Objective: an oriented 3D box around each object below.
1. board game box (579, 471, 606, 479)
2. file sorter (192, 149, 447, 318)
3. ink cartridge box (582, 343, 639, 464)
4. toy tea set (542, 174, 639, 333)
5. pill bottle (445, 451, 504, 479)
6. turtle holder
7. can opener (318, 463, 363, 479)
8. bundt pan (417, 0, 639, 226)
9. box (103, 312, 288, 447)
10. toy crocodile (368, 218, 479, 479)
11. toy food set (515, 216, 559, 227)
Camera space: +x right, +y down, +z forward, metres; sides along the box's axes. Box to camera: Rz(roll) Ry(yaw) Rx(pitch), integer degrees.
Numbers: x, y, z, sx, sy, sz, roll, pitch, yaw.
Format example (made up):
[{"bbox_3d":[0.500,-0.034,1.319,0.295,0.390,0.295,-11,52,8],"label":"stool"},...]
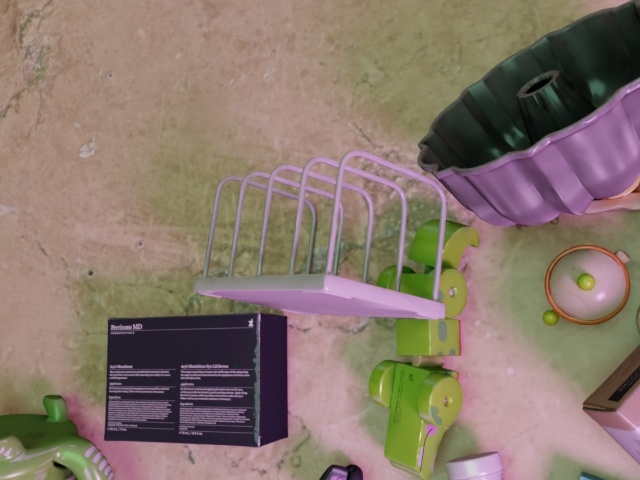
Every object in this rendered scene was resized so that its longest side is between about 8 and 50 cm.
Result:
[{"bbox_3d":[0.387,0.385,0.828,0.210,0.047,0.160,17,88,23],"label":"board game box"},{"bbox_3d":[0.000,0.000,0.918,0.278,0.193,0.173,-4,74,50],"label":"file sorter"},{"bbox_3d":[0.438,0.194,0.758,0.235,0.088,0.193,45,81,4],"label":"ink cartridge box"},{"bbox_3d":[0.389,-0.027,0.853,0.200,0.124,0.335,10,85,23],"label":"toy tea set"},{"bbox_3d":[0.208,0.353,0.881,0.094,0.094,0.169,-18,75,19],"label":"pill bottle"},{"bbox_3d":[-0.469,0.376,1.105,0.321,0.243,0.227,-4,96,-18],"label":"turtle holder"},{"bbox_3d":[0.006,0.388,0.983,0.073,0.059,0.186,23,101,-3],"label":"can opener"},{"bbox_3d":[0.284,-0.135,0.838,0.331,0.331,0.124,-33,109,14],"label":"bundt pan"},{"bbox_3d":[-0.185,0.203,1.063,0.261,0.103,0.184,-4,83,22],"label":"box"},{"bbox_3d":[0.142,0.138,0.945,0.115,0.105,0.340,-2,80,51],"label":"toy crocodile"},{"bbox_3d":[0.261,-0.056,0.967,0.122,0.019,0.077,7,84,23],"label":"toy food set"}]
